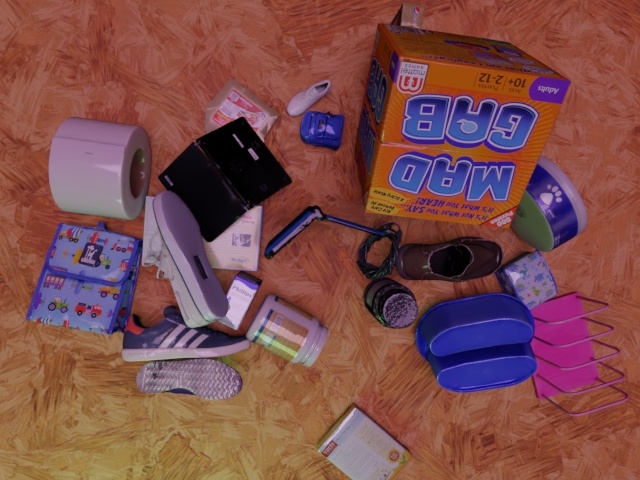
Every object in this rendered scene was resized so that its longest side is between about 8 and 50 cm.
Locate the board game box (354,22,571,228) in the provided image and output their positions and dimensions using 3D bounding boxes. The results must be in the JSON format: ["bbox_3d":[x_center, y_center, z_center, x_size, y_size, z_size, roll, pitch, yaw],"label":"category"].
[{"bbox_3d":[0.297,-0.288,1.157,0.356,0.356,0.357,6,124,-5],"label":"board game box"}]

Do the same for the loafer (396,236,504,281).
[{"bbox_3d":[0.389,0.064,1.319,0.365,0.130,0.134,-6,95,-28],"label":"loafer"}]

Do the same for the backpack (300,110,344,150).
[{"bbox_3d":[0.003,-0.318,1.324,0.120,0.101,0.098,10,86,-2],"label":"backpack"}]

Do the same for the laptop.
[{"bbox_3d":[-0.260,-0.170,1.303,0.264,0.136,0.234,-38,91,-32],"label":"laptop"}]

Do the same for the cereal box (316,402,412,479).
[{"bbox_3d":[0.132,0.629,1.413,0.240,0.047,0.173,42,89,-5],"label":"cereal box"}]

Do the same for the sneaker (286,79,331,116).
[{"bbox_3d":[-0.033,-0.409,1.335,0.152,0.061,0.054,-37,97,0],"label":"sneaker"}]

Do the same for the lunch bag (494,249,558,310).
[{"bbox_3d":[0.613,0.123,1.399,0.128,0.096,0.151,-30,85,-3],"label":"lunch bag"}]

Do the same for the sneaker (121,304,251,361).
[{"bbox_3d":[-0.370,0.253,1.317,0.349,0.131,0.148,0,78,-12],"label":"sneaker"}]

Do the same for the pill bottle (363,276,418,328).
[{"bbox_3d":[0.195,0.174,1.306,0.122,0.219,0.123,0,93,-5],"label":"pill bottle"}]

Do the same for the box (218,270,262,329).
[{"bbox_3d":[-0.226,0.163,1.319,0.072,0.126,0.137,27,90,-4],"label":"box"}]

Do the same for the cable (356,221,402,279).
[{"bbox_3d":[0.165,0.039,1.323,0.047,0.184,0.151,15,62,-29],"label":"cable"}]

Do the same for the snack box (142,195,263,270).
[{"bbox_3d":[-0.329,-0.019,1.333,0.321,0.060,0.187,5,93,-5],"label":"snack box"}]

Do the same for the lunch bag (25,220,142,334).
[{"bbox_3d":[-0.628,0.093,1.299,0.220,0.138,0.293,11,80,-4],"label":"lunch bag"}]

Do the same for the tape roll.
[{"bbox_3d":[-0.554,-0.183,1.215,0.169,0.246,0.246,7,93,-6],"label":"tape roll"}]

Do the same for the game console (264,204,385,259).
[{"bbox_3d":[0.000,0.000,1.244,0.250,0.293,0.173,-42,95,-1],"label":"game console"}]

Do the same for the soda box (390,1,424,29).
[{"bbox_3d":[0.225,-0.575,1.284,0.058,0.181,0.061,6,93,-5],"label":"soda box"}]

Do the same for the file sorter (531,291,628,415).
[{"bbox_3d":[0.740,0.329,1.377,0.202,0.182,0.291,-16,94,-4],"label":"file sorter"}]

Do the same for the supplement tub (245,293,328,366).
[{"bbox_3d":[-0.093,0.254,1.325,0.199,0.144,0.144,30,91,-5],"label":"supplement tub"}]

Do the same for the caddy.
[{"bbox_3d":[0.448,0.285,1.353,0.341,0.179,0.241,-12,110,10],"label":"caddy"}]

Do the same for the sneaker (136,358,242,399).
[{"bbox_3d":[-0.342,0.378,1.310,0.293,0.146,0.102,2,76,12],"label":"sneaker"}]

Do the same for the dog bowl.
[{"bbox_3d":[0.592,-0.103,1.300,0.104,0.265,0.265,-32,95,1],"label":"dog bowl"}]

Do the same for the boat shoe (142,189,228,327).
[{"bbox_3d":[-0.382,0.059,1.243,0.156,0.136,0.367,-25,89,19],"label":"boat shoe"}]

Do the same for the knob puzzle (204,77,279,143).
[{"bbox_3d":[-0.240,-0.328,1.337,0.213,0.030,0.213,0,93,-5],"label":"knob puzzle"}]
